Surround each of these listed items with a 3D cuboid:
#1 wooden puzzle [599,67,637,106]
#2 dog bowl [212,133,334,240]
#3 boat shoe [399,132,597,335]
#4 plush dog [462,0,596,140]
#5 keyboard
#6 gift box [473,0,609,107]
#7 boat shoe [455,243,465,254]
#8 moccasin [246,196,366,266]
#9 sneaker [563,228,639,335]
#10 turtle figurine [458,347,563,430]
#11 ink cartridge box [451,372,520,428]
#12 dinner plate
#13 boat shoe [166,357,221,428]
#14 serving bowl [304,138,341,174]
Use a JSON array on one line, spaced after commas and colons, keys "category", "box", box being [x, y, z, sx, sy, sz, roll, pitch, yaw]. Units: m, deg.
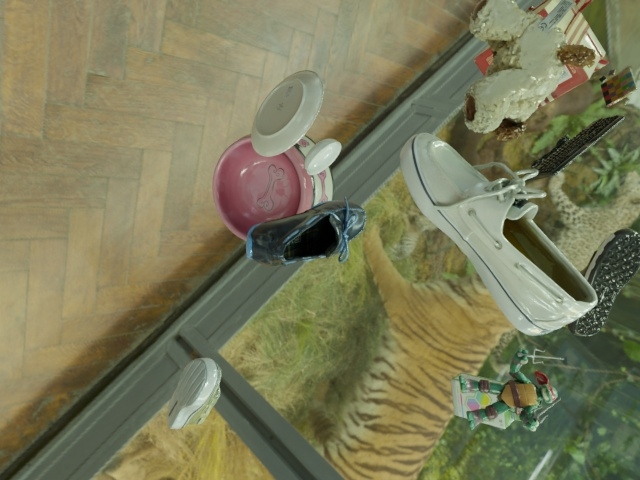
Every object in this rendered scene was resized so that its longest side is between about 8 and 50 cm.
[{"category": "wooden puzzle", "box": [0.506, -0.260, 0.783, 0.006, 0.049, 0.083, 20, 60, -27]}, {"category": "dog bowl", "box": [-0.171, -0.165, 1.498, 0.150, 0.408, 0.407, -20, 127, -65]}, {"category": "boat shoe", "box": [0.267, -0.041, 0.680, 0.136, 0.367, 0.156, -21, 163, -34]}, {"category": "plush dog", "box": [0.390, -0.323, 0.902, 0.225, 0.211, 0.262, 6, 88, -76]}, {"category": "keyboard", "box": [0.737, -0.275, 1.391, 0.317, 0.201, 0.033, -36, 96, -13]}, {"category": "gift box", "box": [0.636, -0.523, 1.287, 0.255, 0.276, 0.258, 54, 50, -13]}, {"category": "boat shoe", "box": [0.524, -0.032, 1.747, 0.064, 0.178, 0.060, -6, 148, -42]}, {"category": "moccasin", "box": [0.000, 0.000, 0.994, 0.342, 0.117, 0.137, -24, 120, -43]}, {"category": "sneaker", "box": [0.524, 0.074, 0.899, 0.084, 0.097, 0.234, 15, 110, -10]}, {"category": "turtle figurine", "box": [0.441, 0.348, 1.036, 0.234, 0.175, 0.118, -14, 136, 13]}, {"category": "ink cartridge box", "box": [0.471, 0.445, 1.272, 0.062, 0.209, 0.108, -13, 98, -43]}, {"category": "dinner plate", "box": [-0.054, -0.186, 0.660, 0.017, 0.141, 0.141, 32, 88, -44]}, {"category": "boat shoe", "box": [-0.306, 0.385, 1.169, 0.094, 0.109, 0.302, 7, 138, -33]}, {"category": "serving bowl", "box": [0.000, -0.163, 0.876, 0.083, 0.027, 0.083, -37, 164, -13]}]
